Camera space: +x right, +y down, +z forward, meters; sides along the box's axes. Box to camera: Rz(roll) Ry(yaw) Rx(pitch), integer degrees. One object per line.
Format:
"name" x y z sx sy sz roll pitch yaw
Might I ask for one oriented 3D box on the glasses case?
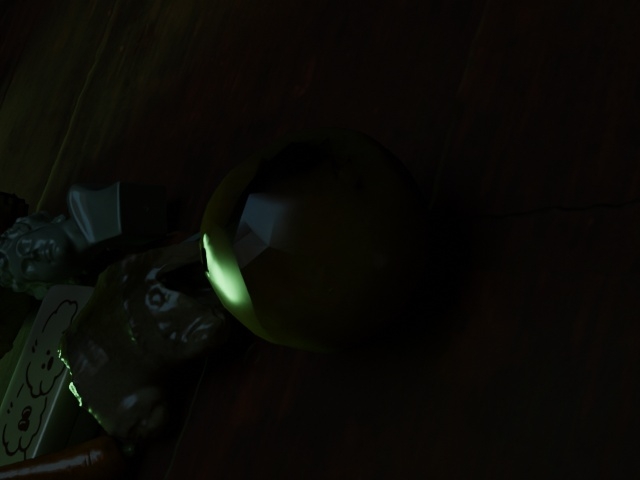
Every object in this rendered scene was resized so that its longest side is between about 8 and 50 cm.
"glasses case" -0.345 0.223 1.865 0.144 0.076 0.336 0 67 52

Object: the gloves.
"gloves" -0.495 0.077 2.090 0.203 0.155 0.356 -28 31 29

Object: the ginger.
"ginger" -0.196 0.118 1.711 0.275 0.130 0.221 -15 66 44

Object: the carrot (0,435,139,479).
"carrot" -0.336 0.280 1.744 0.256 0.061 0.061 -13 50 8

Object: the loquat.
"loquat" 0.000 0.000 1.449 0.235 0.235 0.235 -31 45 36

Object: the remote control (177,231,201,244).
"remote control" -0.176 0.037 1.822 0.166 0.029 0.065 -29 46 32

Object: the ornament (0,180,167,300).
"ornament" -0.314 -0.011 1.960 0.285 0.130 0.120 -24 65 31
